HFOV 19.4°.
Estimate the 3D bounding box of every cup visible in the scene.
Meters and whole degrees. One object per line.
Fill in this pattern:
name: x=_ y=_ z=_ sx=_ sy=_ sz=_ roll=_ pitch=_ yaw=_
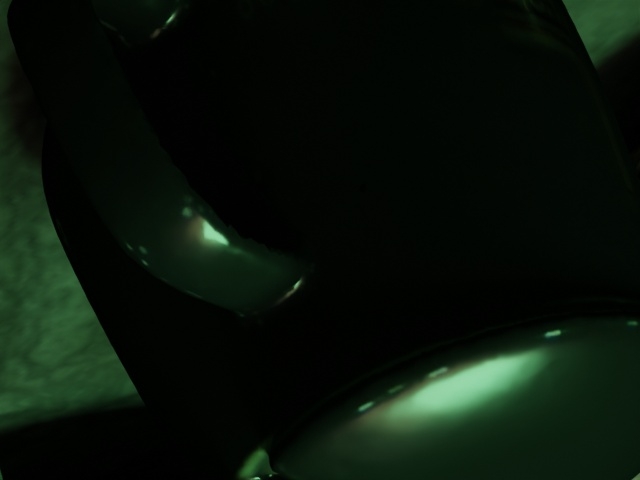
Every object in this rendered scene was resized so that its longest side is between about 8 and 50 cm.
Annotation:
cup: x=0.000 y=0.000 z=0.530 sx=0.169 sy=0.176 sz=0.223 roll=-34 pitch=150 yaw=22

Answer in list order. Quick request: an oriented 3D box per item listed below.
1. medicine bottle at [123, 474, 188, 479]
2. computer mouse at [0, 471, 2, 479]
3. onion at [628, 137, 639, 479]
medicine bottle: x=-0.089 y=0.262 z=0.852 sx=0.243 sy=0.242 sz=0.395 roll=-12 pitch=162 yaw=-21
computer mouse: x=-0.199 y=0.099 z=0.631 sx=0.182 sy=0.089 sz=0.056 roll=-3 pitch=145 yaw=-30
onion: x=0.189 y=0.001 z=0.752 sx=0.250 sy=0.111 sz=0.247 roll=-1 pitch=122 yaw=-17
